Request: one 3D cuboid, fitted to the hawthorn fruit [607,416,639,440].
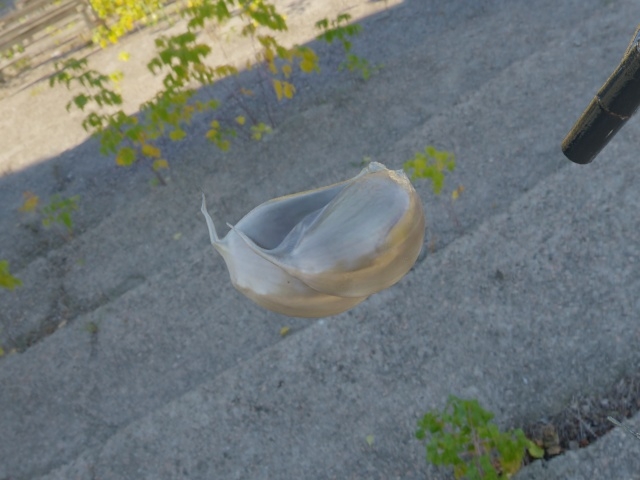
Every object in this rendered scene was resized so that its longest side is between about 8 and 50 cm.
[{"bbox_3d":[0.305,0.196,0.462,0.149,0.149,0.189,-19,16,5],"label":"hawthorn fruit"}]

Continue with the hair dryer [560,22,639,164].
[{"bbox_3d":[0.358,-0.202,0.778,0.050,0.173,0.195,31,60,6],"label":"hair dryer"}]

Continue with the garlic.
[{"bbox_3d":[0.000,0.000,1.056,0.340,0.246,0.231,-7,-3,-15],"label":"garlic"}]
